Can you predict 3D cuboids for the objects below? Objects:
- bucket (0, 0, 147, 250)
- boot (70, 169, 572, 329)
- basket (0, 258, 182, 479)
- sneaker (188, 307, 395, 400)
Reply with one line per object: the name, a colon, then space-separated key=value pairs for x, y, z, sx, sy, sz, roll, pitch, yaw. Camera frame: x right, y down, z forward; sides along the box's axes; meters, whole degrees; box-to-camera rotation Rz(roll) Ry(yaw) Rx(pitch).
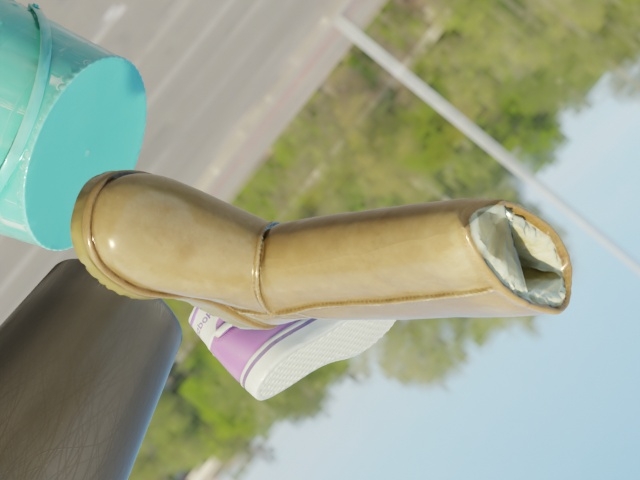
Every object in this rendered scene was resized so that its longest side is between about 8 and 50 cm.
bucket: x=-0.343 y=-0.130 z=2.124 sx=0.281 sy=0.183 sz=0.281 roll=-48 pitch=150 yaw=-40
boot: x=0.000 y=0.000 z=1.250 sx=0.269 sy=0.236 sz=0.089 roll=-4 pitch=-106 yaw=39
basket: x=-0.220 y=0.139 z=1.497 sx=0.154 sy=0.204 sz=0.227 roll=-10 pitch=-138 yaw=45
sneaker: x=-0.025 y=0.061 z=2.037 sx=0.282 sy=0.161 sz=0.102 roll=-20 pitch=143 yaw=-47
